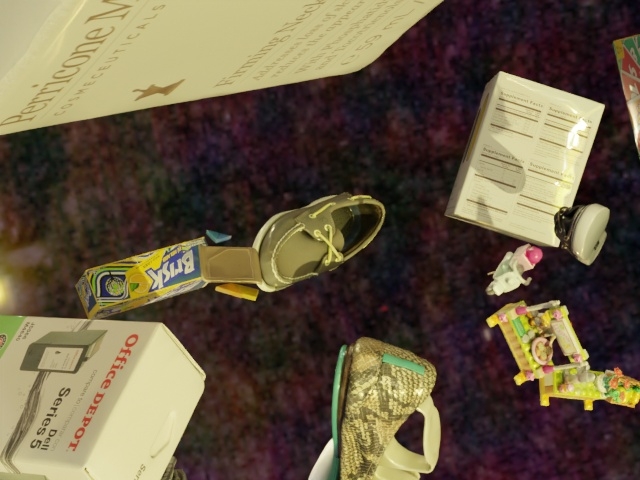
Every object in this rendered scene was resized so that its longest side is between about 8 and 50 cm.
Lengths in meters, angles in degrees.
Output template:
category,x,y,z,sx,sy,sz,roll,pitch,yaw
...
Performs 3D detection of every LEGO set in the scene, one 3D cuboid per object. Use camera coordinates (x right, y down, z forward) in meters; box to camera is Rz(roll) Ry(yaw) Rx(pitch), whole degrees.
category,x,y,z,sx,sy,sz,roll,pitch,yaw
LEGO set,0.321,0.138,1.478,0.287,0.132,0.107,46,146,-18

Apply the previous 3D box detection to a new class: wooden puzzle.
category,x,y,z,sx,sy,sz,roll,pitch,yaw
wooden puzzle,-0.106,0.030,1.385,0.116,0.078,0.014,-92,13,-55

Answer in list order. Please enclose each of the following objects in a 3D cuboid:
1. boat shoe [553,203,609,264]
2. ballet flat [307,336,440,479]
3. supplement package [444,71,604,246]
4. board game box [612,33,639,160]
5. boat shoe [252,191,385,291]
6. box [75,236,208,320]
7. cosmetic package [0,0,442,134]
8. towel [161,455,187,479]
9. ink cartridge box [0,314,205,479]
category,x,y,z,sx,sy,sz,roll,pitch,yaw
boat shoe,0.388,-0.020,1.802,0.076,0.080,0.228,31,-179,18
ballet flat,0.081,0.324,1.781,0.483,0.182,0.164,102,-179,-49
supplement package,0.364,-0.142,2.162,0.199,0.198,0.263,-31,-41,-89
board game box,0.328,-0.129,1.047,0.259,0.039,0.124,-154,49,-81
boat shoe,-0.001,-0.004,1.847,0.091,0.305,0.109,-5,106,32
box,-0.219,0.049,1.515,0.059,0.169,0.054,-41,69,58
cosmetic package,-0.085,-0.305,0.841,0.329,0.393,0.327,-32,78,51
towel,-0.299,0.461,1.817,0.121,0.235,0.284,47,-174,-11
ink cartridge box,-0.298,0.197,1.366,0.115,0.272,0.198,58,-137,-40
